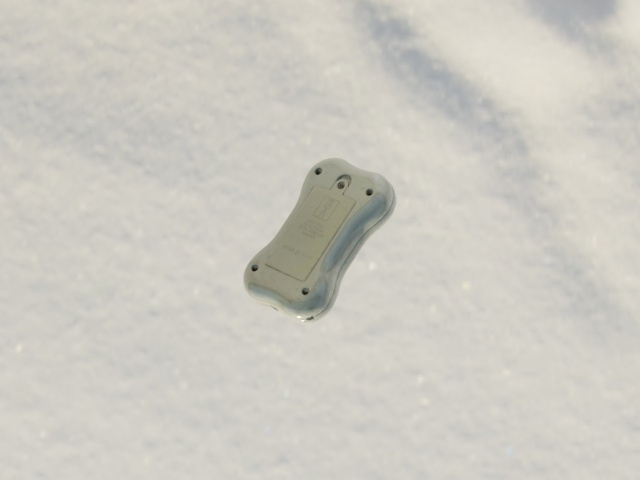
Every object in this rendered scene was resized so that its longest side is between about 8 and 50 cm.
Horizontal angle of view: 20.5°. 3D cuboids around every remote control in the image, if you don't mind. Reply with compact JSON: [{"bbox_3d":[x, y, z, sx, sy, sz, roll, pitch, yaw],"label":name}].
[{"bbox_3d":[0.000,0.000,1.254,0.074,0.122,0.032,25,164,35],"label":"remote control"}]
